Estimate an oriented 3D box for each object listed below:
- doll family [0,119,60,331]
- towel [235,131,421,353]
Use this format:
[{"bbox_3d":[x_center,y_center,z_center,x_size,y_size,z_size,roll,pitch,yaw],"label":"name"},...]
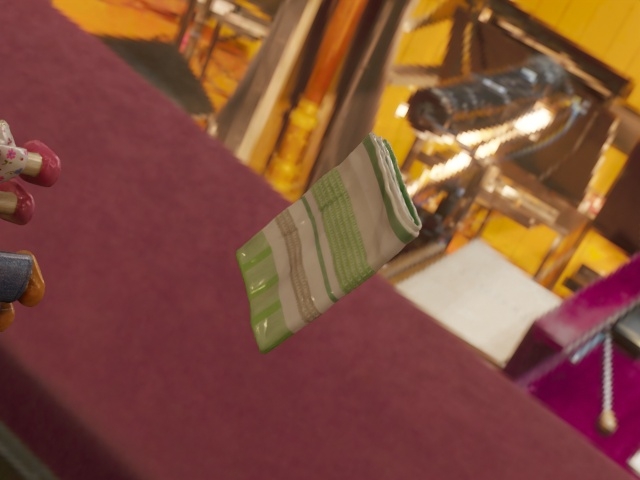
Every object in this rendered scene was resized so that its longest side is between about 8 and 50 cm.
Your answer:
[{"bbox_3d":[-0.236,0.043,0.643,0.118,0.263,0.163,48,21,28],"label":"doll family"},{"bbox_3d":[0.000,0.000,0.892,0.023,0.152,0.113,36,25,-35],"label":"towel"}]
